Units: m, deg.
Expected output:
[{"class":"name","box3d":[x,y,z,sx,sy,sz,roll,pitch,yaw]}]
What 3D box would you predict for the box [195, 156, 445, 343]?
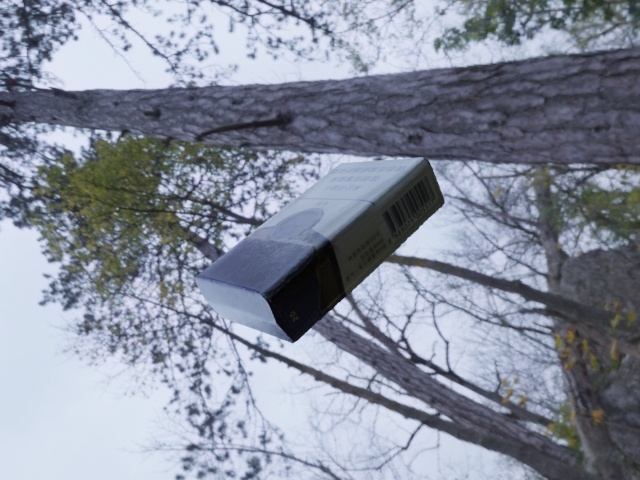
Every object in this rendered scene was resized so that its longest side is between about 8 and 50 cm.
[{"class":"box","box3d":[0.000,0.000,0.662,0.259,0.168,0.071,-39,-65,-28]}]
